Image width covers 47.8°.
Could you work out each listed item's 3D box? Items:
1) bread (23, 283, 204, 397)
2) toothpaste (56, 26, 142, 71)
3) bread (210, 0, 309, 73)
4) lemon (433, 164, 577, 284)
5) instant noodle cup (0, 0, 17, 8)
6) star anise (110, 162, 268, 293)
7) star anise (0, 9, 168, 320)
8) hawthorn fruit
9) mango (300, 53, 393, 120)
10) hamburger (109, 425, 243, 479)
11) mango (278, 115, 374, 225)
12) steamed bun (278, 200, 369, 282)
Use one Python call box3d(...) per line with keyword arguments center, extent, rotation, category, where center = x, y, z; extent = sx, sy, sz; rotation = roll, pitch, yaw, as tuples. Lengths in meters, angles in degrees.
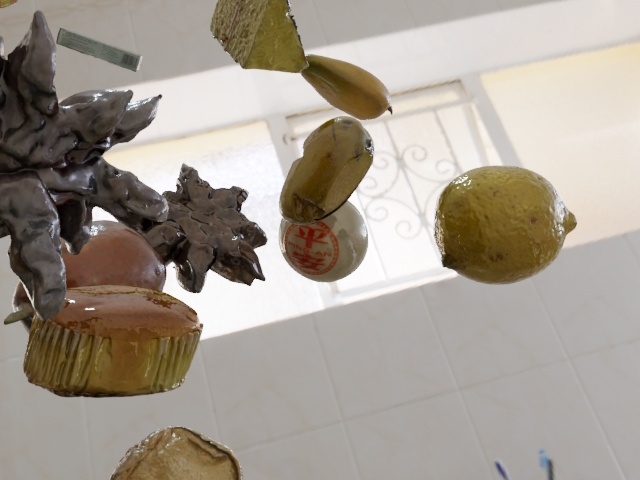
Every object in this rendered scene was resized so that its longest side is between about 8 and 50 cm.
box3d(center=(-0.238, 0.110, 0.844), extent=(0.191, 0.132, 0.114), rotation=(10, -76, -32), category="bread")
box3d(center=(-0.440, -0.381, 1.446), extent=(0.164, 0.046, 0.034), rotation=(18, -77, -11), category="toothpaste")
box3d(center=(-0.123, -0.562, 1.752), extent=(0.199, 0.263, 0.236), rotation=(-5, -51, -29), category="bread")
box3d(center=(0.335, -0.029, 1.343), extent=(0.254, 0.228, 0.228), rotation=(-2, -30, -7), category="lemon")
box3d(center=(-0.572, -0.416, 1.111), extent=(0.185, 0.168, 0.168), rotation=(-5, -17, 37), category="instant noodle cup")
box3d(center=(-0.232, -0.029, 1.316), extent=(0.316, 0.315, 0.108), rotation=(1, -35, -31), category="star anise")
box3d(center=(-0.249, -0.069, 0.566), extent=(0.283, 0.212, 0.129), rotation=(23, 0, -19), category="star anise")
box3d(center=(-0.343, 0.079, 1.026), extent=(0.199, 0.199, 0.251), rotation=(-39, -10, 34), category="hawthorn fruit")
box3d(center=(0.071, -0.437, 2.053), extent=(0.317, 0.119, 0.176), rotation=(28, -11, -19), category="mango")
box3d(center=(-0.252, 0.468, 1.285), extent=(0.243, 0.286, 0.146), rotation=(-13, -35, -11), category="hamburger")
box3d(center=(0.006, -0.142, 1.525), extent=(0.130, 0.167, 0.262), rotation=(29, -83, -41), category="mango")
box3d(center=(0.000, 0.000, 1.782), extent=(0.232, 0.231, 0.145), rotation=(-31, 7, 23), category="steamed bun")
